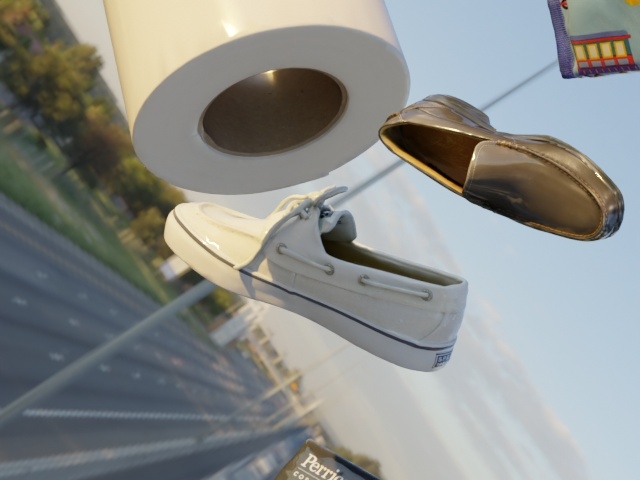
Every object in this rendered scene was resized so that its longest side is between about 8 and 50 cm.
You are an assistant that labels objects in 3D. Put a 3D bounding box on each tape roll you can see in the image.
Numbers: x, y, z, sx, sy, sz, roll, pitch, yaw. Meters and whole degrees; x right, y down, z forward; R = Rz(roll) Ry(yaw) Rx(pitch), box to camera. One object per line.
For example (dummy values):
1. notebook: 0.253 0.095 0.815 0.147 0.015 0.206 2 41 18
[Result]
1. tape roll: -0.060 -0.174 0.970 0.246 0.246 0.169 67 6 -64

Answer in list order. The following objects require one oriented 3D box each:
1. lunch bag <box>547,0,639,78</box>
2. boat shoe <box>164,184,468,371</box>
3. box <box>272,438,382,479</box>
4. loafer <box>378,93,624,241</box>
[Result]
1. lunch bag: 0.322 -0.226 0.745 0.221 0.293 0.138 4 -62 53
2. boat shoe: -0.002 0.003 1.229 0.367 0.156 0.136 25 22 20
3. box: -0.001 0.460 1.129 0.293 0.395 0.212 23 -33 36
4. loafer: 0.111 -0.041 0.702 0.170 0.061 0.062 28 -58 35
